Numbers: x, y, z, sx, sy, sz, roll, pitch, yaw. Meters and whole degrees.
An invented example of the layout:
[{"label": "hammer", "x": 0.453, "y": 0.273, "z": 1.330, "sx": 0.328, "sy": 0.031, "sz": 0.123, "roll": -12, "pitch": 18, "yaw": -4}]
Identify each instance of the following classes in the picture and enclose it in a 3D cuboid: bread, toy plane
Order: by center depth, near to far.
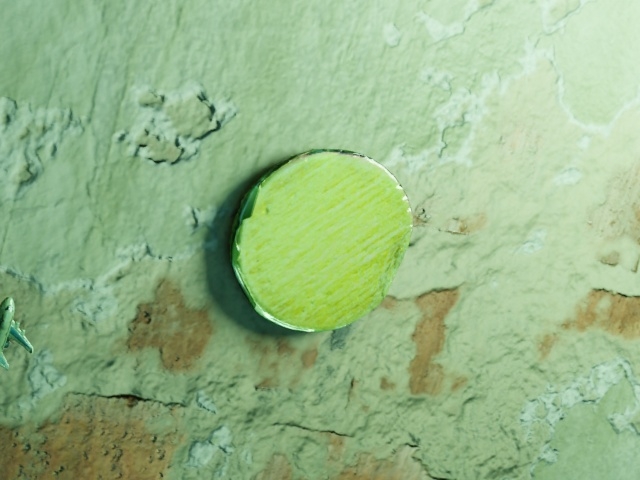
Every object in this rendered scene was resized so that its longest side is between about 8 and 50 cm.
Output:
[{"label": "toy plane", "x": -0.348, "y": 0.100, "z": 1.461, "sx": 0.080, "sy": 0.033, "sz": 0.083, "roll": 13, "pitch": 95, "yaw": -26}, {"label": "bread", "x": 0.000, "y": 0.000, "z": 1.575, "sx": 0.228, "sy": 0.033, "sz": 0.229, "roll": -7, "pitch": 108, "yaw": -21}]
